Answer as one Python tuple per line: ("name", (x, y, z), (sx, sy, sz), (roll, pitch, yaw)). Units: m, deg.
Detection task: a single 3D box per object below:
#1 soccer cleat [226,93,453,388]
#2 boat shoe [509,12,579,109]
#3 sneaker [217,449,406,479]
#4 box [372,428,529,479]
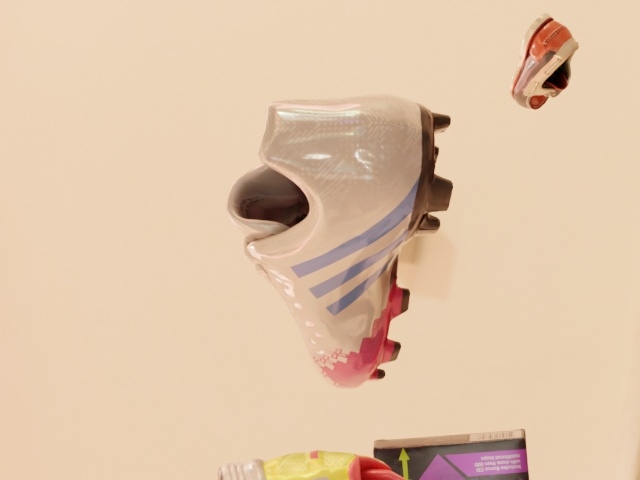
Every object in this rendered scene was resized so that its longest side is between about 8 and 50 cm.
("soccer cleat", (0.000, 0.000, 1.184), (0.143, 0.331, 0.116), (5, -123, -5))
("boat shoe", (0.197, -0.147, 1.421), (0.049, 0.043, 0.137), (-45, -16, -16))
("sneaker", (0.018, 0.170, 0.967), (0.208, 0.094, 0.081), (42, -149, -66))
("box", (0.105, 0.227, 1.235), (0.116, 0.029, 0.162), (-6, -81, 7))
